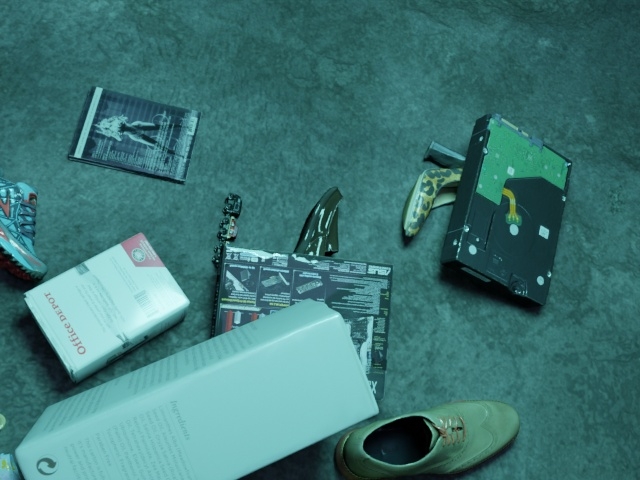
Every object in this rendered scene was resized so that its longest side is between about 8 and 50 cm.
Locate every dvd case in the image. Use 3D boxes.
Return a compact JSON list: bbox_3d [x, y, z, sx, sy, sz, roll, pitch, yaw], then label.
[{"bbox_3d":[-0.357,-0.206,1.347,0.221,0.018,0.164,12,65,-10],"label":"dvd case"}]

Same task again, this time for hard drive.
[{"bbox_3d":[0.382,-0.062,1.398,0.237,0.064,0.338,26,69,-22],"label":"hard drive"}]

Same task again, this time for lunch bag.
[{"bbox_3d":[-0.487,0.369,1.033,0.071,0.053,0.083,-20,82,-20],"label":"lunch bag"}]

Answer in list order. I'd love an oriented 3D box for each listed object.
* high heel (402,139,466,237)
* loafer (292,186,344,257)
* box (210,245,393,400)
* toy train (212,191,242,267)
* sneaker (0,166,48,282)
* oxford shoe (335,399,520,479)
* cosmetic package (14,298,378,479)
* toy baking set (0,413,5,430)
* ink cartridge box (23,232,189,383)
[{"bbox_3d":[0.278,-0.080,1.413,0.186,0.093,0.261,25,57,0],"label":"high heel"},{"bbox_3d":[0.000,0.000,1.319,0.078,0.080,0.220,26,72,-6],"label":"loafer"},{"bbox_3d":[-0.032,0.146,1.204,0.308,0.076,0.242,6,82,-12],"label":"box"},{"bbox_3d":[-0.174,-0.018,1.306,0.036,0.027,0.158,18,62,-18],"label":"toy train"},{"bbox_3d":[-0.533,-0.048,1.182,0.125,0.104,0.262,-35,79,-28],"label":"sneaker"},{"bbox_3d":[0.206,0.342,1.180,0.348,0.130,0.123,-10,69,-19],"label":"oxford shoe"},{"bbox_3d":[-0.172,0.249,1.009,0.453,0.230,0.161,-22,95,-10],"label":"cosmetic package"},{"bbox_3d":[-0.564,0.279,0.962,0.197,0.030,0.256,18,44,-8],"label":"toy baking set"},{"bbox_3d":[-0.356,0.113,1.161,0.218,0.092,0.158,-30,77,-26],"label":"ink cartridge box"}]
